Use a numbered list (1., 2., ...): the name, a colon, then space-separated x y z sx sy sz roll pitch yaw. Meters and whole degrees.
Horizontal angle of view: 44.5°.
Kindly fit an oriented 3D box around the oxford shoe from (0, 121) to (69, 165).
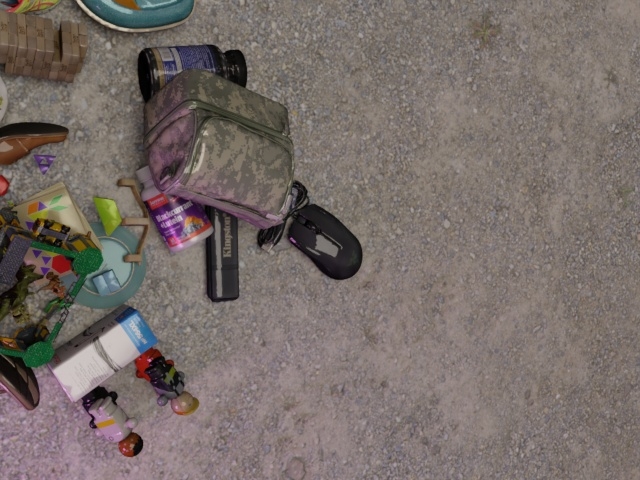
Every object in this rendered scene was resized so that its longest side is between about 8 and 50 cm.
1. oxford shoe: -0.617 -0.194 1.588 0.212 0.076 0.076 -13 120 -21

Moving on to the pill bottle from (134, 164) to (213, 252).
1. pill bottle: -0.321 -0.081 1.694 0.108 0.108 0.193 -32 102 -22

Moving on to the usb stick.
1. usb stick: -0.222 0.001 1.775 0.077 0.045 0.278 -1 90 -24

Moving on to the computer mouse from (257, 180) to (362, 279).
1. computer mouse: 0.000 0.000 1.864 0.272 0.072 0.188 35 75 -21

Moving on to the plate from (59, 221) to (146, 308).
1. plate: -0.464 0.054 1.675 0.188 0.024 0.188 -1 91 -25

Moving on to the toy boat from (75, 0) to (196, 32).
1. toy boat: -0.400 -0.598 1.635 0.267 0.148 0.318 -13 96 -24

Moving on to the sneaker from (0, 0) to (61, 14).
1. sneaker: -0.593 -0.497 1.575 0.208 0.094 0.081 -37 103 -22

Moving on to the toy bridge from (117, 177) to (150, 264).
1. toy bridge: -0.400 -0.040 1.693 0.063 0.026 0.188 -1 82 -46

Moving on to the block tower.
1. block tower: -0.634 -0.391 1.531 0.335 0.097 0.091 2 61 -27

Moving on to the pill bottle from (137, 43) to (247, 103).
1. pill bottle: -0.277 -0.364 1.706 0.219 0.123 0.122 -10 94 -24

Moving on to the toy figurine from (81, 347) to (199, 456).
1. toy figurine: -0.374 0.333 1.616 0.213 0.209 0.148 -37 111 -20

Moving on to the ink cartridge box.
1. ink cartridge box: -0.454 0.227 1.610 0.203 0.148 0.086 -35 106 -21

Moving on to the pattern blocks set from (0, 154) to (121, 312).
1. pattern blocks set: -0.551 -0.015 1.601 0.285 0.026 0.324 -14 103 -10

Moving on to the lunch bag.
1. lunch bag: -0.202 -0.173 1.629 0.305 0.212 0.256 19 55 -42

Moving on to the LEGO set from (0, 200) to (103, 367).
1. LEGO set: -0.599 0.070 1.527 0.255 0.192 0.331 10 111 -44

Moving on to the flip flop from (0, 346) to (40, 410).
1. flip flop: -0.674 0.247 1.542 0.277 0.112 0.080 39 100 -22

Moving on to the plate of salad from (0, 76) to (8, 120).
1. plate of salad: -0.714 -0.283 1.519 0.200 0.048 0.200 6 68 -16
